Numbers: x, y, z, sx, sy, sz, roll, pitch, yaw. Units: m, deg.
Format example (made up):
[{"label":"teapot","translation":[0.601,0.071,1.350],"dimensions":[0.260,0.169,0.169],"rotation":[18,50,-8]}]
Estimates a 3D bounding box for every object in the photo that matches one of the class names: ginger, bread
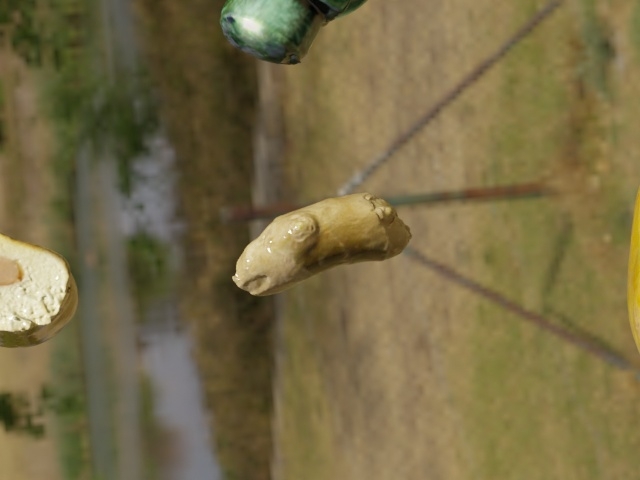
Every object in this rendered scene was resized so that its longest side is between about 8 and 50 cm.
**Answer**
[{"label":"ginger","translation":[0.000,0.002,1.872],"dimensions":[0.069,0.190,0.095],"rotation":[-119,18,-51]},{"label":"bread","translation":[-0.279,0.043,1.604],"dimensions":[0.173,0.134,0.085],"rotation":[104,-173,-79]}]

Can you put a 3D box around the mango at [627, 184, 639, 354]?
[{"label":"mango","translation":[0.395,0.023,1.229],"dimensions":[0.232,0.446,0.300],"rotation":[-59,45,39]}]

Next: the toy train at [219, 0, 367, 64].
[{"label":"toy train","translation":[-0.003,-0.348,1.256],"dimensions":[0.442,0.272,0.179],"rotation":[-64,13,-12]}]
